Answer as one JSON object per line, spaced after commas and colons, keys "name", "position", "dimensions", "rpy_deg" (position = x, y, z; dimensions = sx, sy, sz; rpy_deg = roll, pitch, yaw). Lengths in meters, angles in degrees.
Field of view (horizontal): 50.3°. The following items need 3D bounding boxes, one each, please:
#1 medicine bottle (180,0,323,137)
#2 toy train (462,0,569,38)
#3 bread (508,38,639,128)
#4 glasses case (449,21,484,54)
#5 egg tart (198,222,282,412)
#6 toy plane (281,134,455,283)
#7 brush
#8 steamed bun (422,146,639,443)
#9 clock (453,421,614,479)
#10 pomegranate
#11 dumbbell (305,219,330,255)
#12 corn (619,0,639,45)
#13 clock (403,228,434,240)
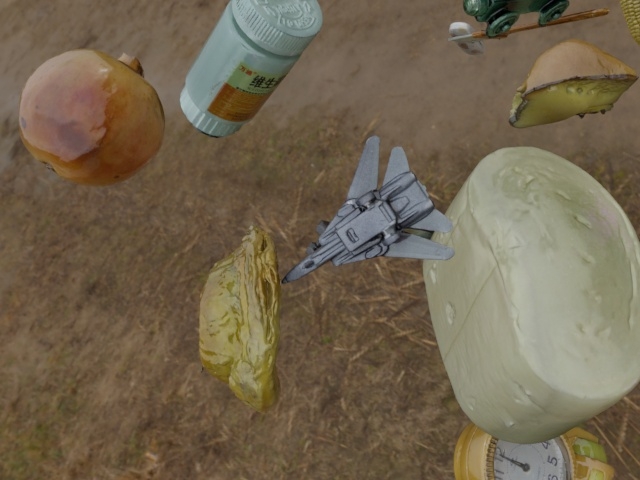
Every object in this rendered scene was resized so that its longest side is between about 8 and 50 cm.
{"name": "medicine bottle", "position": [-0.141, -0.337, 1.271], "dimensions": [0.318, 0.158, 0.158], "rpy_deg": [-40, 38, 47]}
{"name": "toy train", "position": [0.343, -0.417, 1.089], "dimensions": [0.101, 0.248, 0.159], "rpy_deg": [62, 150, 13]}
{"name": "bread", "position": [0.568, -0.367, 1.559], "dimensions": [0.262, 0.204, 0.162], "rpy_deg": [-9, 78, -5]}
{"name": "glasses case", "position": [0.422, -0.579, 1.957], "dimensions": [0.063, 0.164, 0.041], "rpy_deg": [11, 82, 34]}
{"name": "egg tart", "position": [-0.129, 0.126, 1.105], "dimensions": [0.128, 0.319, 0.319], "rpy_deg": [-1, 53, -5]}
{"name": "toy plane", "position": [0.044, -0.007, 1.003], "dimensions": [0.267, 0.088, 0.212], "rpy_deg": [-33, 87, 9]}
{"name": "brush", "position": [0.381, -0.393, 1.256], "dimensions": [0.314, 0.090, 0.017], "rpy_deg": [5, 104, 50]}
{"name": "steamed bun", "position": [0.377, 0.089, 1.161], "dimensions": [0.290, 0.371, 0.455], "rpy_deg": [-4, 61, -11]}
{"name": "clock", "position": [0.416, 0.471, 1.367], "dimensions": [0.200, 0.317, 0.244], "rpy_deg": [-31, 37, 58]}
{"name": "pomegranate", "position": [-0.308, -0.166, 0.926], "dimensions": [0.191, 0.191, 0.191], "rpy_deg": [-24, 49, 30]}
{"name": "dumbbell", "position": [0.000, 0.000, 1.337], "dimensions": [0.036, 0.040, 0.083], "rpy_deg": [-106, 32, -45]}
{"name": "corn", "position": [0.804, -0.628, 1.720], "dimensions": [0.106, 0.305, 0.106], "rpy_deg": [-27, 15, 8]}
{"name": "clock", "position": [0.218, -0.026, 1.904], "dimensions": [0.226, 0.226, 0.049], "rpy_deg": [-12, 71, 38]}
